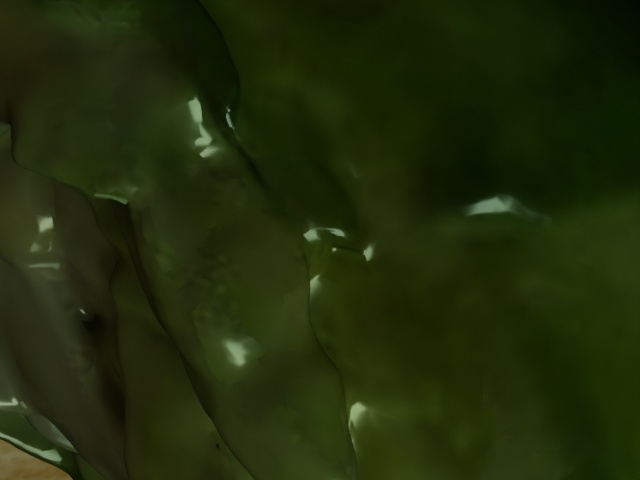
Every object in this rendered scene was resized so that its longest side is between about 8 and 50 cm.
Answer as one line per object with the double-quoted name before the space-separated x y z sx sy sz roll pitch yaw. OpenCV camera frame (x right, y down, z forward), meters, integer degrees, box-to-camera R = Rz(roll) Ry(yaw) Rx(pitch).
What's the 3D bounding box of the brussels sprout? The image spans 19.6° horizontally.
"brussels sprout" 0.000 0.000 0.660 0.276 0.371 0.315 -50 -173 50
